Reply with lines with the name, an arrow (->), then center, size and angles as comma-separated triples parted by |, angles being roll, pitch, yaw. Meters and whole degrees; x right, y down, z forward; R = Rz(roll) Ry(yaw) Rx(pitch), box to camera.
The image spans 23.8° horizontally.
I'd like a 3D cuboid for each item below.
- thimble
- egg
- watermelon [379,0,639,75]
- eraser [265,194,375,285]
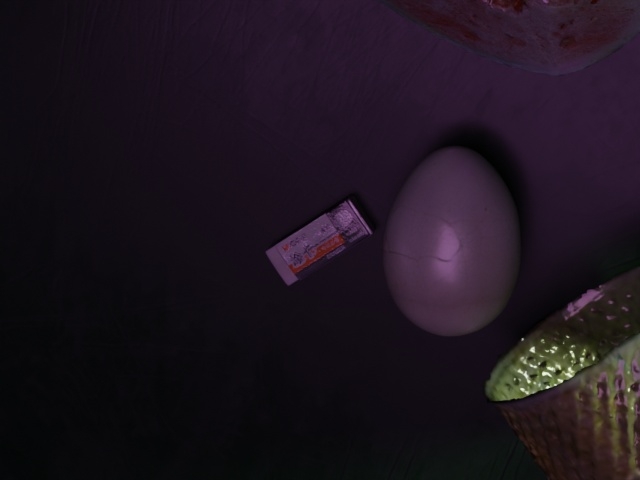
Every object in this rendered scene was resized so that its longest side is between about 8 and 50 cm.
thimble -> 0.320, 0.143, 1.590 | 0.270, 0.271, 0.150 | -34, 97, 19
egg -> 0.143, 0.001, 1.649 | 0.151, 0.151, 0.209 | 2, 101, 12
watermelon -> 0.204, -0.297, 1.567 | 0.321, 0.188, 0.175 | 19, 76, 15
eraser -> 0.000, 0.000, 1.745 | 0.122, 0.029, 0.052 | -32, 96, 18
